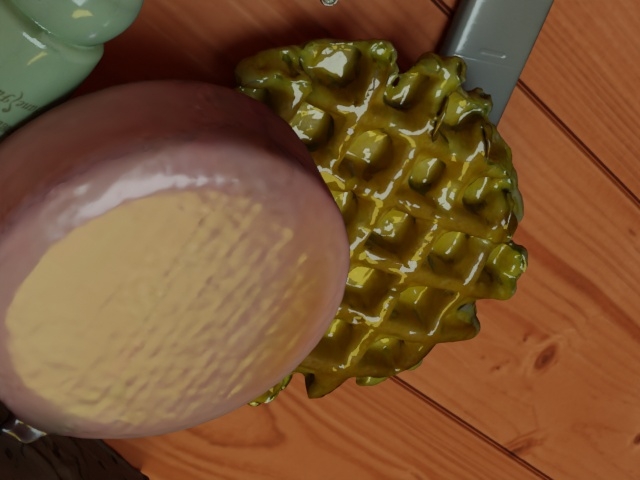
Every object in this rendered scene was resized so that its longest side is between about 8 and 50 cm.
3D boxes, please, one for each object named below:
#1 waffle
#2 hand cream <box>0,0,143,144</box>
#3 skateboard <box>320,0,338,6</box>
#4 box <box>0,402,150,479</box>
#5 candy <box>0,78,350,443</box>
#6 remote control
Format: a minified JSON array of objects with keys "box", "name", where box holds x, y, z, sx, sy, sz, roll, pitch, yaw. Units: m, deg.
[{"box":[0.000,0.000,1.027,0.302,0.068,0.325,-21,128,-1],"name":"waffle"},{"box":[-0.231,-0.076,0.866,0.306,0.093,0.147,-43,135,21],"name":"hand cream"},{"box":[0.007,-0.201,0.922,0.064,0.032,0.083,30,111,-30],"name":"skateboard"},{"box":[-0.236,0.222,0.997,0.190,0.225,0.297,-38,134,2],"name":"box"},{"box":[-0.110,0.021,0.890,0.255,0.094,0.255,-13,135,-14],"name":"candy"},{"box":[0.106,-0.110,1.047,0.067,0.029,0.261,9,120,-24],"name":"remote control"}]
